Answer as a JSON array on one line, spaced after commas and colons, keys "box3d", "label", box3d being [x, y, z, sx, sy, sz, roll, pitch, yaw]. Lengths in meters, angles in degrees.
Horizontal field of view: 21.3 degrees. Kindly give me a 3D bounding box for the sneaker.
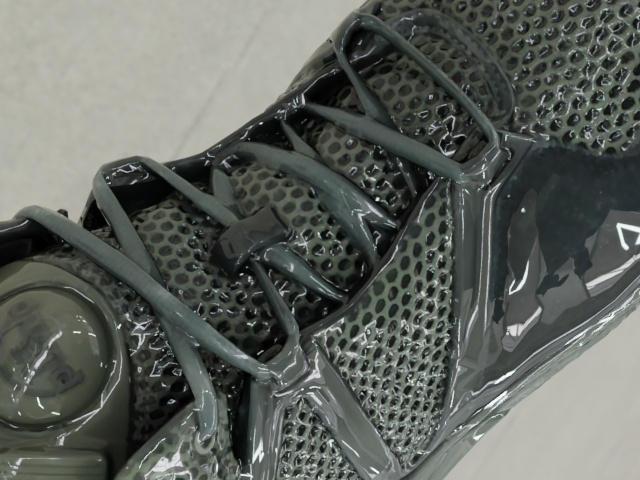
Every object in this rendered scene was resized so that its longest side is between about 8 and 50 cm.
[{"box3d": [0.000, 0.000, 0.347, 0.227, 0.087, 0.130, -51, 153, 23], "label": "sneaker"}]
